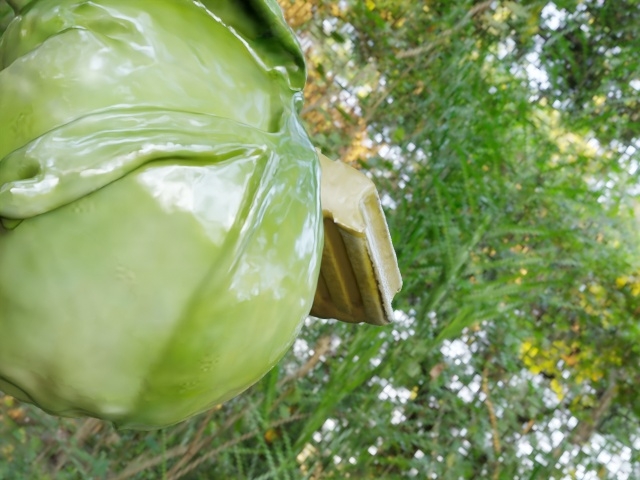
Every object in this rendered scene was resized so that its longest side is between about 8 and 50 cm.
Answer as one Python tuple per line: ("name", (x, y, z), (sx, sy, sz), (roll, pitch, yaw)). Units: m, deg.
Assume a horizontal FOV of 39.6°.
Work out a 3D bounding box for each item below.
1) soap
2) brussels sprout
("soap", (0.000, 0.000, 1.058), (0.160, 0.080, 0.257), (7, -34, 19))
("brussels sprout", (-0.112, -0.028, 0.513), (0.227, 0.259, 0.294), (5, -52, -10))
